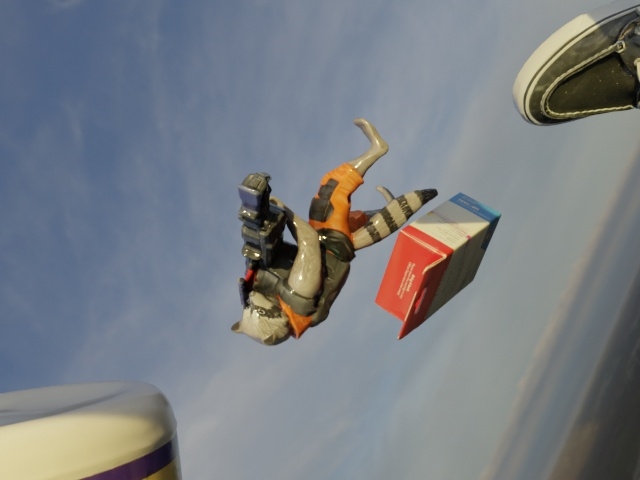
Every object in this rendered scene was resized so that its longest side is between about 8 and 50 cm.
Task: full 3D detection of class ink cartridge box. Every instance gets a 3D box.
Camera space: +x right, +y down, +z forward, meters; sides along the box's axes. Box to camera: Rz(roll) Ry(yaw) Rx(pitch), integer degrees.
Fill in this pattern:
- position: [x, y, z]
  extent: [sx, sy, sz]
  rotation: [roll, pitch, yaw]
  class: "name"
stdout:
- position: [0.161, 0.033, 1.043]
  extent: [0.231, 0.078, 0.134]
  rotation: [-29, -37, -47]
  class: "ink cartridge box"

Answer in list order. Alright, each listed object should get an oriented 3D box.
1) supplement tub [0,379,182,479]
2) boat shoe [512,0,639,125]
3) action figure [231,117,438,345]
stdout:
- position: [-0.202, 0.279, 0.493]
  extent: [0.241, 0.241, 0.332]
  rotation: [-2, -96, -67]
  class: "supplement tub"
- position: [0.354, -0.189, 0.744]
  extent: [0.105, 0.306, 0.113]
  rotation: [-95, -19, -50]
  class: "boat shoe"
- position: [0.000, 0.000, 0.971]
  extent: [0.330, 0.178, 0.341]
  rotation: [-53, -14, -15]
  class: "action figure"
